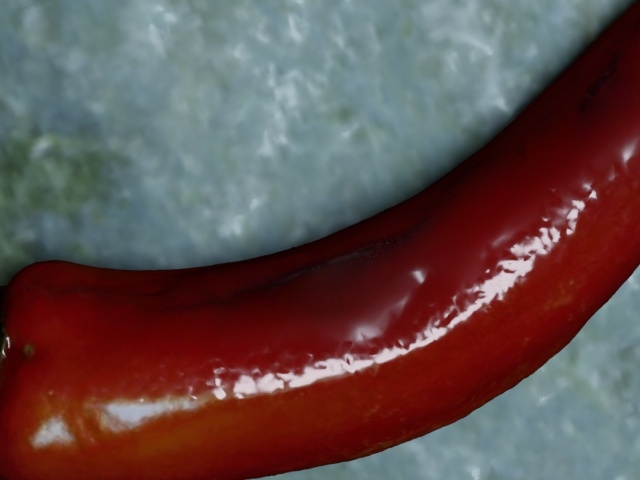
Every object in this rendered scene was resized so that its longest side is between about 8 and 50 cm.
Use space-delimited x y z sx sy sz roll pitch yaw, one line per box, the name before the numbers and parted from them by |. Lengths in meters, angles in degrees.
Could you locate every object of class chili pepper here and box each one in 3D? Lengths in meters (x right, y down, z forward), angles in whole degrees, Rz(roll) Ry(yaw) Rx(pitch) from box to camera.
chili pepper | 0.007 0.004 0.679 0.368 0.092 0.137 -22 89 -6
